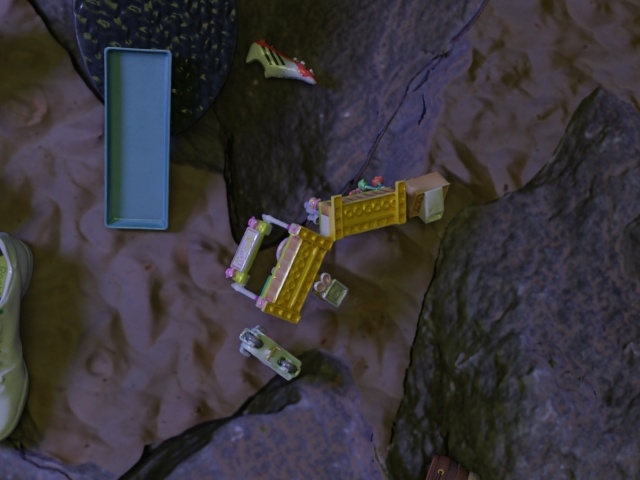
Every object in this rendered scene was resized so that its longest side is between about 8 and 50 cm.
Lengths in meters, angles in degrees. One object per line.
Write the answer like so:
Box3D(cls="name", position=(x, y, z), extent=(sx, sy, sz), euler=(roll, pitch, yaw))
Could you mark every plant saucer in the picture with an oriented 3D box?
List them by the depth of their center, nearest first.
Box3D(cls="plant saucer", position=(-0.188, -0.104, 1.097), extent=(0.067, 0.018, 0.192), euler=(2, 112, -7))

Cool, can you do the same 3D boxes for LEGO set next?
Box3D(cls="LEGO set", position=(0.000, 0.000, 1.126), extent=(0.287, 0.107, 0.132), euler=(-48, 125, -14))

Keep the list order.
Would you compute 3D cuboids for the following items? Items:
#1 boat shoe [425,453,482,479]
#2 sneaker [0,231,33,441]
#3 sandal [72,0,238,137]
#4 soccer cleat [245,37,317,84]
Box3D(cls="boat shoe", position=(0.097, 0.303, 1.103), extent=(0.060, 0.064, 0.178), euler=(36, 74, 4))
Box3D(cls="sneaker", position=(-0.332, 0.096, 1.058), extent=(0.080, 0.094, 0.212), euler=(3, 83, -8))
Box3D(cls="sandal", position=(-0.195, -0.330, 1.093), extent=(0.167, 0.107, 0.446), euler=(-15, 103, -2))
Box3D(cls="soccer cleat", position=(-0.043, -0.187, 1.162), extent=(0.083, 0.029, 0.036), euler=(32, 89, 1))
